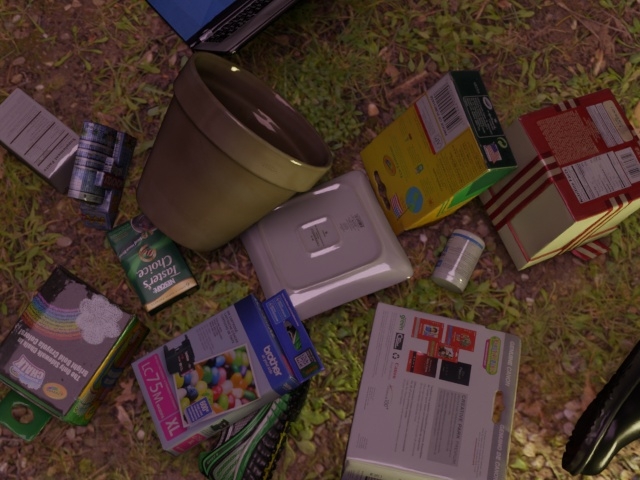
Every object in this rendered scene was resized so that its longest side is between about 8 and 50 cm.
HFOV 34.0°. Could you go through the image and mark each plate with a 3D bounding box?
[{"bbox_3d":[0.000,0.000,1.982,0.278,0.045,0.277,-20,56,-6],"label":"plate"}]

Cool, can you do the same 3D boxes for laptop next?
[{"bbox_3d":[-0.159,-0.577,2.090,0.382,0.408,0.236,-41,112,-9],"label":"laptop"}]

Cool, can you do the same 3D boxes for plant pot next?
[{"bbox_3d":[-0.184,-0.138,1.932,0.323,0.323,0.280,43,109,11],"label":"plant pot"}]

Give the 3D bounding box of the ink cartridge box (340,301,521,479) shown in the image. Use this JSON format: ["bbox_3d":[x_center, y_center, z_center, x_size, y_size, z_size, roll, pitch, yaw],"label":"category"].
[{"bbox_3d":[0.199,0.296,1.860,0.272,0.130,0.309,13,58,3],"label":"ink cartridge box"}]

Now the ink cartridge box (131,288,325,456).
[{"bbox_3d":[-0.168,0.225,1.860,0.311,0.065,0.185,-29,61,3],"label":"ink cartridge box"}]

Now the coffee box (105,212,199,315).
[{"bbox_3d":[-0.323,0.039,2.019,0.113,0.040,0.184,-28,77,-7],"label":"coffee box"}]

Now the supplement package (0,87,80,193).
[{"bbox_3d":[-0.548,-0.193,2.049,0.179,0.105,0.105,38,78,9],"label":"supplement package"}]

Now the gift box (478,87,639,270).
[{"bbox_3d":[0.462,-0.102,1.950,0.276,0.258,0.255,-14,72,-24],"label":"gift box"}]

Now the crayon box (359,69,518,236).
[{"bbox_3d":[0.211,-0.155,1.966,0.081,0.318,0.202,-9,73,-35],"label":"crayon box"}]

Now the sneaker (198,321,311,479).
[{"bbox_3d":[-0.115,0.291,1.905,0.146,0.134,0.343,21,72,14],"label":"sneaker"}]

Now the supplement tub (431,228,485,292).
[{"bbox_3d":[0.263,0.039,2.001,0.071,0.071,0.107,26,76,7],"label":"supplement tub"}]

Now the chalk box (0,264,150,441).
[{"bbox_3d":[-0.472,0.222,1.902,0.180,0.179,0.289,33,79,8],"label":"chalk box"}]

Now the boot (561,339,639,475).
[{"bbox_3d":[0.626,0.342,1.887,0.260,0.131,0.348,38,78,10],"label":"boot"}]

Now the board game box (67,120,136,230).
[{"bbox_3d":[-0.420,-0.118,2.007,0.060,0.194,0.194,11,90,4],"label":"board game box"}]
